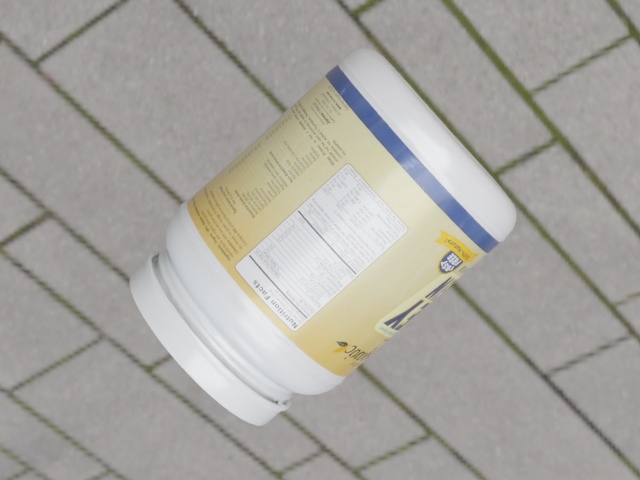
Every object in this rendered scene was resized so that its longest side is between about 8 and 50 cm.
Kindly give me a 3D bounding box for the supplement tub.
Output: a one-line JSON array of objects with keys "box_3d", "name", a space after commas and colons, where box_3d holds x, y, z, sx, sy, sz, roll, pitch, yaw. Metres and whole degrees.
[{"box_3d": [0.000, 0.000, 1.331, 0.316, 0.228, 0.228, -42, 122, 8], "name": "supplement tub"}]
